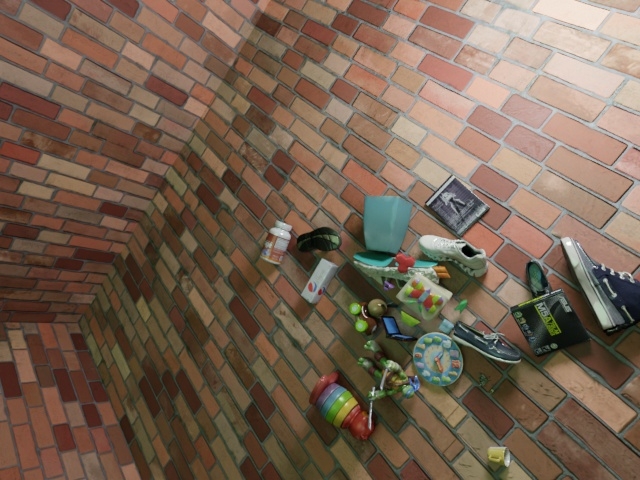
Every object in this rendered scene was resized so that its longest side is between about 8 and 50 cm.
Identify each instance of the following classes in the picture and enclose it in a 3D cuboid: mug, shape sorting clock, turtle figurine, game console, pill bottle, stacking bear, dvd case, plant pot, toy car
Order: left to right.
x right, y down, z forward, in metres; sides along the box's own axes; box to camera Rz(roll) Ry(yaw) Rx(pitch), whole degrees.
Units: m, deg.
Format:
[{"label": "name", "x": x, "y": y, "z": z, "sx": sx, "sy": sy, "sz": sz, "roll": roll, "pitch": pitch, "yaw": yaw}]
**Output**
[{"label": "pill bottle", "x": -0.230, "y": 0.010, "z": 2.156, "sx": 0.121, "sy": 0.121, "sz": 0.216, "roll": 23, "pitch": 92, "yaw": 35}, {"label": "stacking bear", "x": 0.104, "y": 0.730, "z": 1.756, "sx": 0.288, "sy": 0.175, "sz": 0.164, "roll": 34, "pitch": 97, "yaw": 27}, {"label": "toy car", "x": 0.242, "y": 0.314, "z": 1.760, "sx": 0.188, "sy": 0.155, "sz": 0.149, "roll": -25, "pitch": 66, "yaw": 14}, {"label": "turtle figurine", "x": 0.233, "y": 0.547, "z": 1.654, "sx": 0.274, "sy": 0.198, "sz": 0.266, "roll": -25, "pitch": 36, "yaw": -17}, {"label": "plant pot", "x": 0.287, "y": -0.064, "z": 1.797, "sx": 0.165, "sy": 0.165, "sz": 0.235, "roll": 5, "pitch": 85, "yaw": 35}, {"label": "game console", "x": 0.324, "y": 0.363, "z": 1.685, "sx": 0.124, "sy": 0.144, "sz": 0.086, "roll": 3, "pitch": 83, "yaw": 35}, {"label": "shape sorting clock", "x": 0.463, "y": 0.471, "z": 1.622, "sx": 0.206, "sy": 0.040, "sz": 0.207, "roll": -4, "pitch": 83, "yaw": 34}, {"label": "dvd case", "x": 0.567, "y": -0.148, "z": 1.710, "sx": 0.165, "sy": 0.018, "sz": 0.221, "roll": -49, "pitch": 58, "yaw": 17}, {"label": "mug", "x": 0.624, "y": 0.756, "z": 1.442, "sx": 0.064, "sy": 0.078, "sz": 0.062, "roll": -11, "pitch": 47, "yaw": 41}]

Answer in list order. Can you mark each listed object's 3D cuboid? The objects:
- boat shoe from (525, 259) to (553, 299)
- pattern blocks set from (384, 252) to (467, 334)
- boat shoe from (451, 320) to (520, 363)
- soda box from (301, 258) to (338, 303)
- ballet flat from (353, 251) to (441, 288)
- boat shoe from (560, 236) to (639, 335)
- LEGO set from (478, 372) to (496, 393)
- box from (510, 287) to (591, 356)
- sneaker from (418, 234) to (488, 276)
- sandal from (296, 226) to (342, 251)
[{"label": "boat shoe", "x": 0.787, "y": 0.175, "z": 1.453, "sx": 0.080, "sy": 0.076, "sz": 0.229, "roll": -18, "pitch": 71, "yaw": 31}, {"label": "pattern blocks set", "x": 0.411, "y": 0.223, "z": 1.631, "sx": 0.324, "sy": 0.026, "sz": 0.286, "roll": 23, "pitch": 110, "yaw": 13}, {"label": "boat shoe", "x": 0.617, "y": 0.374, "z": 1.519, "sx": 0.254, "sy": 0.095, "sz": 0.079, "roll": 21, "pitch": 103, "yaw": 44}, {"label": "soda box", "x": -0.003, "y": 0.199, "z": 1.991, "sx": 0.073, "sy": 0.069, "sz": 0.216, "roll": 36, "pitch": 101, "yaw": 34}, {"label": "ballet flat", "x": 0.316, "y": 0.141, "z": 1.755, "sx": 0.408, "sy": 0.147, "sz": 0.147, "roll": 7, "pitch": 84, "yaw": 35}, {"label": "boat shoe", "x": 0.940, "y": 0.126, "z": 1.346, "sx": 0.158, "sy": 0.127, "sz": 0.341, "roll": -24, "pitch": 75, "yaw": 21}, {"label": "LEGO set", "x": 0.616, "y": 0.531, "z": 1.524, "sx": 0.083, "sy": 0.023, "sz": 0.054, "roll": 35, "pitch": 100, "yaw": 34}, {"label": "box", "x": 0.787, "y": 0.284, "z": 1.407, "sx": 0.184, "sy": 0.045, "sz": 0.191, "roll": -29, "pitch": 90, "yaw": 28}, {"label": "sneaker", "x": 0.525, "y": 0.033, "z": 1.624, "sx": 0.292, "sy": 0.118, "sz": 0.110, "roll": 24, "pitch": 66, "yaw": 33}, {"label": "sandal", "x": -0.001, "y": -0.001, "z": 2.031, "sx": 0.302, "sy": 0.086, "sz": 0.120, "roll": -5, "pitch": 83, "yaw": 49}]
